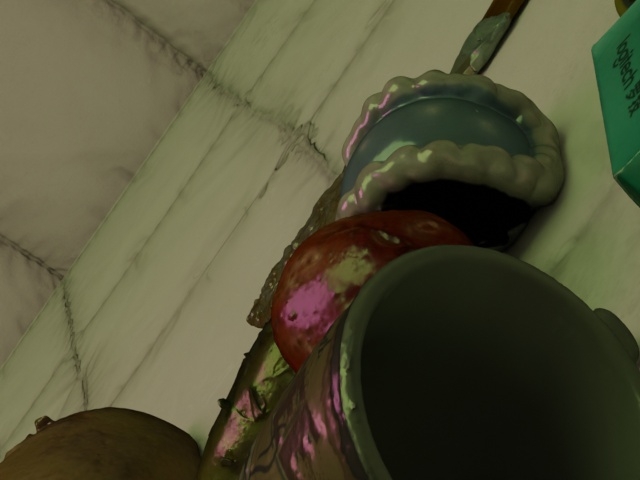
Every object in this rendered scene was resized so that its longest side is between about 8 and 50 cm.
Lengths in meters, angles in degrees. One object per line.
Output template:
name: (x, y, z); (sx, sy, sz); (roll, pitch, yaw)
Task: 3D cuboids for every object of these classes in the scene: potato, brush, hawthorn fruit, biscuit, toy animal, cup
potato: (-0.046, 0.150, 1.498); (0.225, 0.090, 0.117); (-59, 1, -1)
potato: (-0.245, 0.257, 1.672); (0.189, 0.211, 0.264); (-32, 24, 58)
brush: (0.130, -0.145, 1.699); (0.336, 0.020, 0.085); (-59, 15, -7)
hawthorn fruit: (0.063, 0.057, 1.217); (0.200, 0.179, 0.179); (-30, 30, 61)
biscuit: (0.002, 0.001, 1.726); (0.289, 0.038, 0.141); (-55, 12, 20)
toy animal: (0.095, -0.052, 1.379); (0.208, 0.156, 0.204); (-42, 24, 30)
cup: (0.075, 0.142, 1.000); (0.301, 0.227, 0.257); (-31, -9, -42)

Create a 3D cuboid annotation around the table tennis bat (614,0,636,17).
table tennis bat: (0.351, -0.331, 1.369); (0.224, 0.054, 0.368); (-31, 33, 54)

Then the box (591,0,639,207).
box: (0.318, -0.157, 1.001); (0.311, 0.118, 0.205); (-48, 19, 28)
